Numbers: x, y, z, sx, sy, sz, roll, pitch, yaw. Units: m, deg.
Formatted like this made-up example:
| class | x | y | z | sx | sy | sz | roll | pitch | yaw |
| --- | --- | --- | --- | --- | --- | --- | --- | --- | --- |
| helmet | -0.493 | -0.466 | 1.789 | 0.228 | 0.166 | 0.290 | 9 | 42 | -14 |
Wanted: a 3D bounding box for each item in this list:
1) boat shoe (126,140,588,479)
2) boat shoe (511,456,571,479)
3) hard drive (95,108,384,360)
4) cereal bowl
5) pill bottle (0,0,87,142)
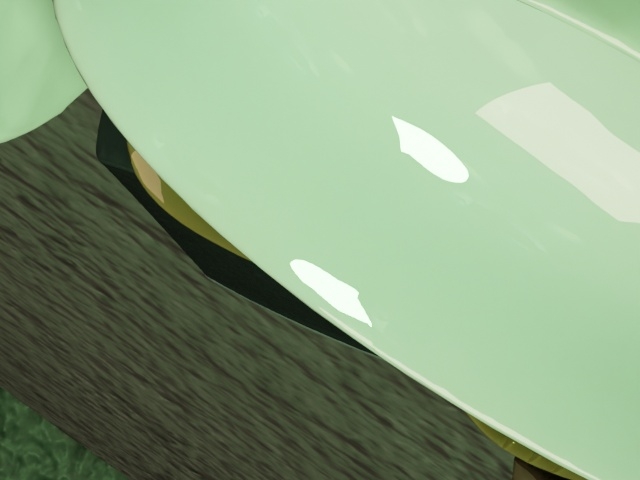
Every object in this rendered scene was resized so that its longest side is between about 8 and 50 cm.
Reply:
| class | x | y | z | sx | sy | sz | roll | pitch | yaw |
| --- | --- | --- | --- | --- | --- | --- | --- | --- | --- |
| boat shoe | 0.057 | -0.008 | 0.837 | 0.342 | 0.123 | 0.123 | 29 | -162 | -26 |
| boat shoe | 0.153 | 0.173 | 0.987 | 0.122 | 0.110 | 0.341 | 6 | 179 | 7 |
| hard drive | 0.000 | 0.000 | 1.027 | 0.255 | 0.054 | 0.172 | 20 | 159 | 39 |
| cereal bowl | 0.095 | -0.040 | 0.575 | 0.339 | 0.141 | 0.339 | 31 | 164 | 10 |
| pill bottle | -0.210 | -0.173 | 0.722 | 0.302 | 0.169 | 0.169 | 29 | 163 | 13 |
